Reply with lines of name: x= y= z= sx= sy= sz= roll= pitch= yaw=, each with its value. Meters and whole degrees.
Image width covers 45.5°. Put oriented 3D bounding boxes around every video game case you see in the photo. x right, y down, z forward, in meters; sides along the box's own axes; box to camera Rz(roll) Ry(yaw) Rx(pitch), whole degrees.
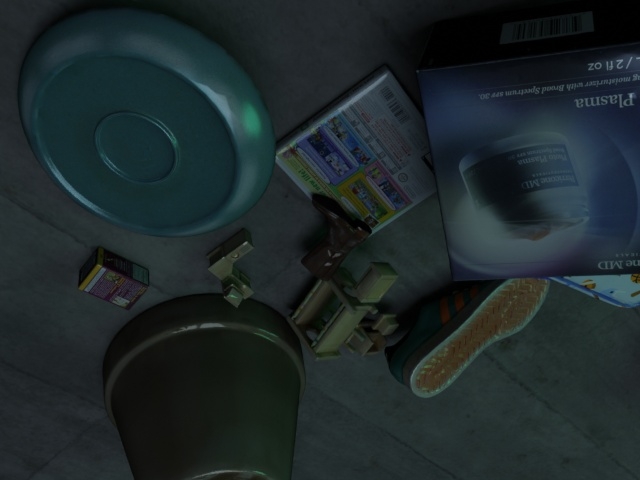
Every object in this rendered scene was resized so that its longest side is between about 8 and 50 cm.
video game case: x=0.067 y=-0.110 z=1.060 sx=0.193 sy=0.023 sz=0.212 roll=-35 pitch=128 yaw=13

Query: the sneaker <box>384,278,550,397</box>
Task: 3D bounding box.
sneaker: x=0.230 y=0.120 z=1.236 sx=0.302 sy=0.121 sz=0.108 roll=-36 pitch=122 yaw=-12

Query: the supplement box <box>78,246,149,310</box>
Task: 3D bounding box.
supplement box: x=-0.293 y=0.055 z=1.083 sx=0.083 sy=0.043 sz=0.055 roll=31 pitch=114 yaw=-30

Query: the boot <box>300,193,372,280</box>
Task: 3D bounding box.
boot: x=0.000 y=0.000 z=1.086 sx=0.106 sy=0.037 sz=0.114 roll=35 pitch=119 yaw=-17

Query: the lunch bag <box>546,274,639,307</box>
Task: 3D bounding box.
lunch bag: x=0.439 y=-0.022 z=1.165 sx=0.304 sy=0.115 sz=0.243 roll=22 pitch=121 yaw=-28

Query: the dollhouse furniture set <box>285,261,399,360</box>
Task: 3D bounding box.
dollhouse furniture set: x=0.066 y=0.086 z=1.189 sx=0.161 sy=0.101 sz=0.182 roll=4 pitch=129 yaw=-48

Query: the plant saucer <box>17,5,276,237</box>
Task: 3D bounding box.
plant saucer: x=-0.212 y=-0.117 z=0.902 sx=0.318 sy=0.043 sz=0.317 roll=6 pitch=130 yaw=8

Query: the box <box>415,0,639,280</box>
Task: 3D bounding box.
box: x=0.293 y=-0.117 z=0.921 sx=0.297 sy=0.182 sz=0.293 roll=-4 pitch=123 yaw=20

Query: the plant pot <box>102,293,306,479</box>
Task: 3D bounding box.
plant pot: x=-0.166 y=0.289 z=1.146 sx=0.324 sy=0.280 sz=0.323 roll=-6 pitch=128 yaw=-8

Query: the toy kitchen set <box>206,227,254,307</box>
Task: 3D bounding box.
toy kitchen set: x=-0.110 y=0.046 z=1.106 sx=0.075 sy=0.068 sz=0.083 roll=-36 pitch=127 yaw=14
